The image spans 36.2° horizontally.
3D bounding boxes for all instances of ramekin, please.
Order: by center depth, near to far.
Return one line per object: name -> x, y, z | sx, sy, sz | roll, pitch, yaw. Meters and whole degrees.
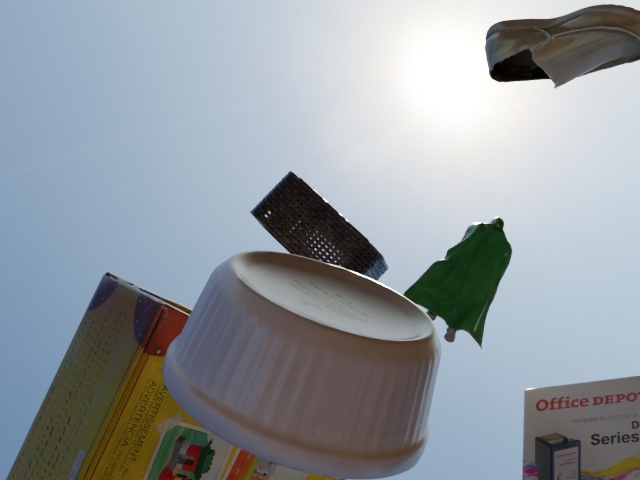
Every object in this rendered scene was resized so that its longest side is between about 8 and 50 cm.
ramekin -> -0.008, 0.108, 0.956 | 0.273, 0.127, 0.273 | 17, -166, -4

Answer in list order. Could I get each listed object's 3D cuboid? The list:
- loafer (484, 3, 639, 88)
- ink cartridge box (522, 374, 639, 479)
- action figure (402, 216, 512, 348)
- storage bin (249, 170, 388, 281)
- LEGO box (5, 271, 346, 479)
loafer -> 0.356, -0.269, 1.410 | 0.102, 0.269, 0.092 | 37, -116, -43
ink cartridge box -> 0.284, 0.249, 0.960 | 0.093, 0.154, 0.212 | 38, -129, -41
action figure -> 0.228, 0.047, 1.482 | 0.137, 0.063, 0.232 | 37, -123, 0
storage bin -> 0.000, 0.000, 1.368 | 0.180, 0.084, 0.122 | 44, 177, 17
LEGO box -> -0.196, 0.347, 1.260 | 0.372, 0.500, 0.193 | 29, 173, -35
